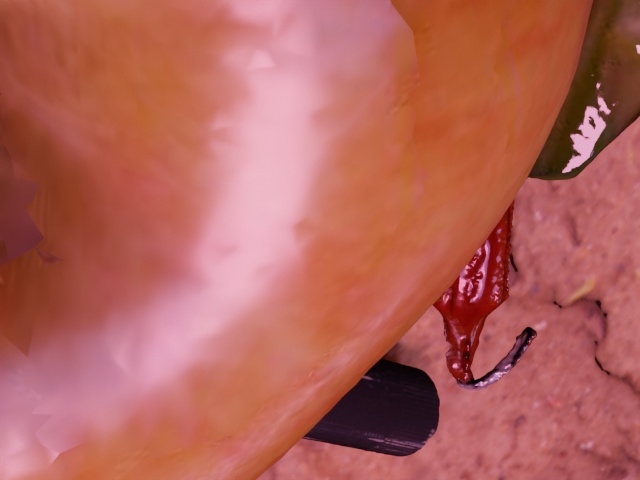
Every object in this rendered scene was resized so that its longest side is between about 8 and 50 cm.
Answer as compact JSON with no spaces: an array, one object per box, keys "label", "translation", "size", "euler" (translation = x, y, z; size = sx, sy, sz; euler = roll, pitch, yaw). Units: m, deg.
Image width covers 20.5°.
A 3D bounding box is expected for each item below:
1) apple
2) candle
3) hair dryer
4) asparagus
[{"label":"apple","translation":[-0.120,-0.091,0.446],"size":[0.391,0.346,0.391],"euler":[-14,124,-22]},{"label":"candle","translation":[0.073,-0.012,0.794],"size":[0.048,0.053,0.162],"euler":[-1,103,-21]},{"label":"hair dryer","translation":[0.013,-0.001,0.787],"size":[0.173,0.050,0.194],"euler":[18,102,-42]},{"label":"asparagus","translation":[0.159,-0.167,0.758],"size":[0.085,0.082,0.343],"euler":[-1,119,-37]}]
